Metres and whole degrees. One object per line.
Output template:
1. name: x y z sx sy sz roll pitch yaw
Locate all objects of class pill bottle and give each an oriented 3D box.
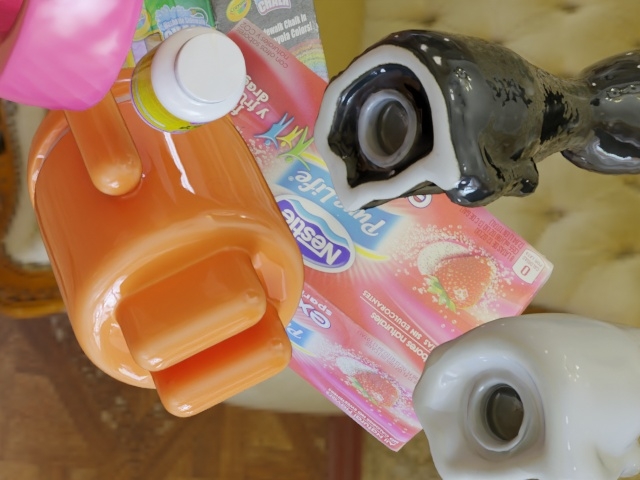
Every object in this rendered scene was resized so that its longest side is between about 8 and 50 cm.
1. pill bottle: -0.060 -0.074 0.698 0.043 0.083 0.043 0 89 -17

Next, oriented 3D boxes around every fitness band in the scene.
1. fitness band: -0.111 -0.167 0.662 0.054 0.291 0.209 8 103 -20

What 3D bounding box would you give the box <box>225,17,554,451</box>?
1. box: 0.000 0.000 1.150 0.300 0.154 0.142 39 65 3

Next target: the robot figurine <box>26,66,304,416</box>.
1. robot figurine: -0.087 -0.007 0.829 0.158 0.128 0.219 15 33 -36

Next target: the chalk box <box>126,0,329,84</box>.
1. chalk box: -0.090 -0.185 1.370 0.132 0.132 0.213 -28 113 -43

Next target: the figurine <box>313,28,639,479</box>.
1. figurine: 0.128 0.005 0.706 0.209 0.092 0.215 -8 73 -40
